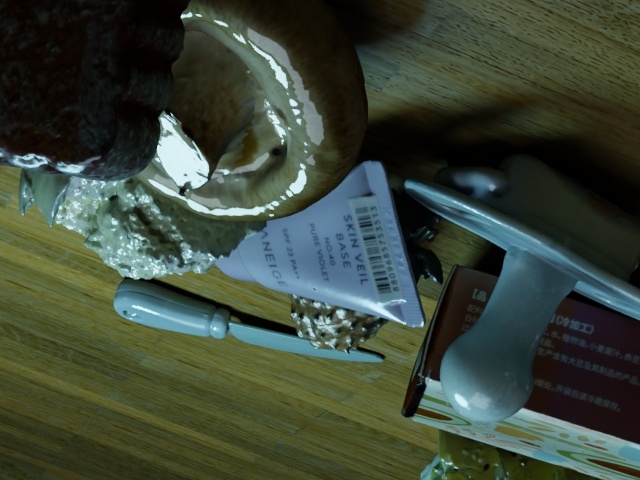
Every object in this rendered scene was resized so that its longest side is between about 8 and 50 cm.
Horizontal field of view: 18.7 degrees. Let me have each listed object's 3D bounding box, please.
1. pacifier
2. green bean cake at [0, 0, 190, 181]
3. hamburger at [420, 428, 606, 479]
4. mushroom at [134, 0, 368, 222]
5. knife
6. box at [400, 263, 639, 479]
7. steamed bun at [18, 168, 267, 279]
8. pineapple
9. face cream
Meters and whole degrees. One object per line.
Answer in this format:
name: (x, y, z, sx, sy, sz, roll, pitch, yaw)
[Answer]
pacifier: (0.169, 0.049, 1.691, 0.287, 0.225, 0.238, 31, 173, -29)
green bean cake: (-0.196, -0.164, 1.430, 0.199, 0.232, 0.097, 7, 178, 23)
hamburger: (0.251, 0.243, 2.201, 0.288, 0.192, 0.167, -9, 164, 1)
mushroom: (-0.087, -0.127, 1.551, 0.278, 0.146, 0.278, 22, 144, 17)
knife: (-0.087, 0.111, 2.345, 0.331, 0.044, 0.080, 15, 158, -1)
box: (0.286, 0.162, 1.950, 0.385, 0.122, 0.344, 17, 170, 3)
steamed bun: (-0.182, -0.045, 1.762, 0.200, 0.170, 0.225, 64, 152, -3)
pineapple: (0.050, 0.027, 1.887, 0.119, 0.111, 0.237, 43, 149, 3)
face cream: (0.000, 0.000, 1.782, 0.096, 0.154, 0.274, -19, -169, -31)
